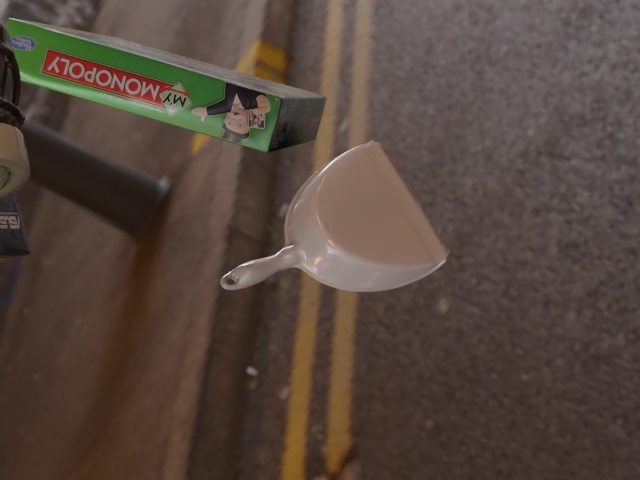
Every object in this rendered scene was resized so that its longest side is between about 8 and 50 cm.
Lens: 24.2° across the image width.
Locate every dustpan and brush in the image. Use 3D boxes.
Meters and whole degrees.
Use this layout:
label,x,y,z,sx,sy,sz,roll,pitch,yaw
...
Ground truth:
label,x,y,z,sx,sy,sz,roll,pitch,yaw
dustpan and brush,0.000,0.000,1.407,0.147,0.211,0.060,59,143,15

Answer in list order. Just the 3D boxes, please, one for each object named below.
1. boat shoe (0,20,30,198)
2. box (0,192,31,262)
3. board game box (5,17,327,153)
label,x,y,z,sx,sy,sz,roll,pitch,yaw
boat shoe,-0.215,-0.051,0.509,0.081,0.227,0.069,-34,60,57
box,-0.524,0.022,1.582,0.395,0.318,0.097,-2,-104,-82
board game box,-0.116,-0.127,1.237,0.317,0.213,0.046,-39,-35,-82
